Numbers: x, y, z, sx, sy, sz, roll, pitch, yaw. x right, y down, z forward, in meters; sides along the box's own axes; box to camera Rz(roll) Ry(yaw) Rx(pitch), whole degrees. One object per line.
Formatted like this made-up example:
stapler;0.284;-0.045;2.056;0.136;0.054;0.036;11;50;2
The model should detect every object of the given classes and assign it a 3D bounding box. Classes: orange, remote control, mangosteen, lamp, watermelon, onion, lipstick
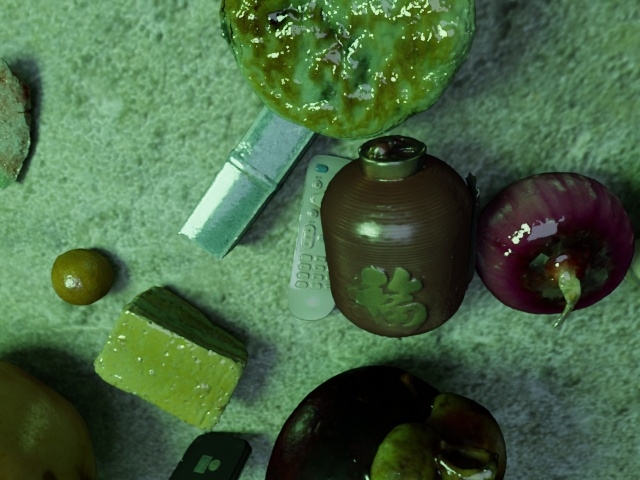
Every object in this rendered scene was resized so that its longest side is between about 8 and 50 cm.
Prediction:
orange;-0.344;0.052;0.609;0.084;0.085;0.085;1;105;5
remote control;0.000;0.000;0.579;0.073;0.044;0.230;7;99;-12
mangosteen;0.089;0.305;0.501;0.306;0.307;0.347;39;145;-6
lamp;-0.134;0.467;0.644;0.124;0.203;0.284;-22;107;30
lamp;0.093;0.000;0.487;0.179;0.180;0.258;-3;124;6
watermelon;-0.443;-0.162;0.563;0.094;0.081;0.180;9;123;-14
onion;0.272;0.006;0.501;0.177;0.153;0.178;0;93;3
lipstick;-0.067;-0.109;0.535;0.077;0.076;0.290;37;105;-6

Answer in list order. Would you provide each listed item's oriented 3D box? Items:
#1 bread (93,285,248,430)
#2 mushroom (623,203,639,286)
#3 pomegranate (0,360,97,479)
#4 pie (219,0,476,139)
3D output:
bread;-0.209;0.169;0.612;0.196;0.102;0.138;30;108;-6
mushroom;0.450;0.000;0.466;0.246;0.246;0.202;49;146;-8
pomegranate;-0.522;0.357;0.548;0.410;0.411;0.412;1;105;5
pie;0.017;-0.201;0.394;0.240;0.054;0.241;10;134;11
